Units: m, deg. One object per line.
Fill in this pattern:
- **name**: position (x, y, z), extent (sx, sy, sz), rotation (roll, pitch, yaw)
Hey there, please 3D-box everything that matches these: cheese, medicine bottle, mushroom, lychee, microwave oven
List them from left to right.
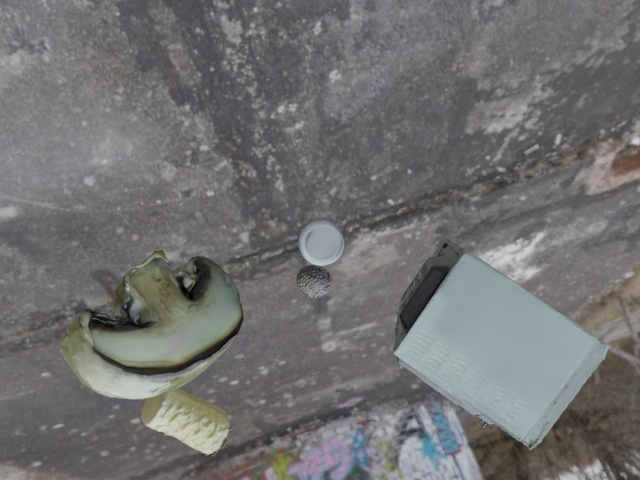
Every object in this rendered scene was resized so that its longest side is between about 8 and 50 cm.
- **mushroom**: position (-0.252, 0.148, 0.895), extent (0.164, 0.189, 0.267), rotation (-50, -179, 36)
- **cheese**: position (-0.282, 0.373, 1.219), extent (0.167, 0.123, 0.094), rotation (34, 91, -24)
- **lychee**: position (-0.011, 0.081, 1.130), extent (0.083, 0.068, 0.067), rotation (37, 98, -35)
- **medicine bottle**: position (0.000, 0.000, 1.066), extent (0.080, 0.080, 0.130), rotation (-20, -176, 0)
- **microwave oven**: position (0.229, 0.132, 0.842), extent (0.181, 0.237, 0.295), rotation (-57, 175, 7)
